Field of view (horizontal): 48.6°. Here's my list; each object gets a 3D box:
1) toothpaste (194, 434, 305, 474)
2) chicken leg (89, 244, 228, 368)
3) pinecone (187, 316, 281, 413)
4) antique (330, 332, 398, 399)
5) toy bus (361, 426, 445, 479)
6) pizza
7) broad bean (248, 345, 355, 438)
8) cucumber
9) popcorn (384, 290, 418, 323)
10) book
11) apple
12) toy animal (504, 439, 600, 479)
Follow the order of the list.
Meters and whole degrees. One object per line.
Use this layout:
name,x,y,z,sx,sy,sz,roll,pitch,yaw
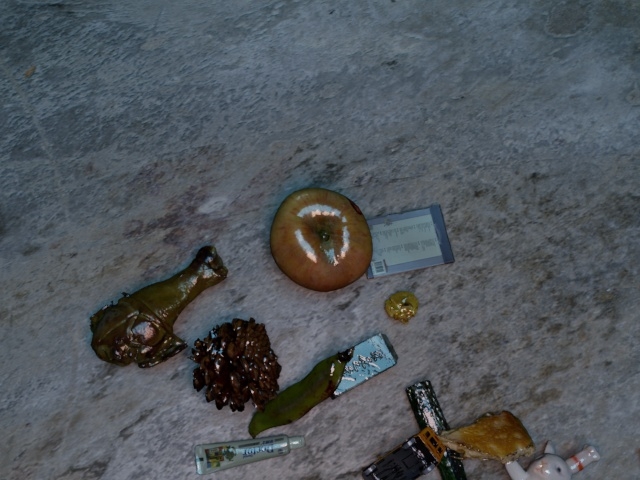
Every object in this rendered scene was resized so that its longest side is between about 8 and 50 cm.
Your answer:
toothpaste,-0.161,0.486,1.635,0.256,0.037,0.067,-9,79,-3
chicken leg,-0.363,0.172,1.655,0.361,0.140,0.211,-31,70,-9
pinecone,-0.195,0.286,1.608,0.222,0.221,0.221,1,74,-4
antique,0.091,0.295,1.683,0.183,0.086,0.088,-27,78,-12
toy bus,0.187,0.504,1.605,0.194,0.088,0.083,-43,79,29
pizza,0.386,0.465,1.624,0.226,0.069,0.147,-12,33,-32
broad bean,-0.038,0.351,1.607,0.339,0.061,0.077,-40,70,12
cucumber,0.281,0.473,1.659,0.068,0.067,0.293,-19,77,-10
popcorn,0.203,0.160,1.736,0.084,0.084,0.084,1,74,-4
book,0.214,0.003,1.813,0.231,0.026,0.157,-11,78,-7
apple,0.000,0.000,1.707,0.261,0.194,0.260,1,76,-4
toy animal,0.500,0.544,1.610,0.282,0.138,0.141,-50,45,-9
